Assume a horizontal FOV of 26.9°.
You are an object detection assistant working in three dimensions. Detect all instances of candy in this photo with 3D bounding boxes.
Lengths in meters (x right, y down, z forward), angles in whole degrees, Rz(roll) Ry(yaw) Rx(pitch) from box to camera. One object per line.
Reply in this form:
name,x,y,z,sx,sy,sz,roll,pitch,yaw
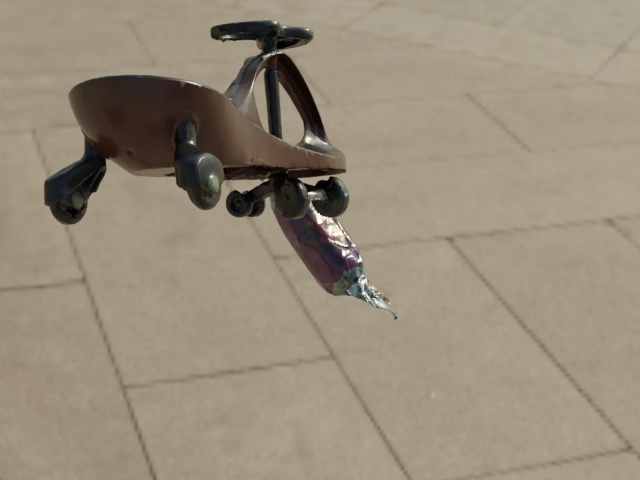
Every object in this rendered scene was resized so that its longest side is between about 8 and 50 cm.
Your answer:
candy,0.000,0.000,1.060,0.045,0.043,0.175,-4,51,-49

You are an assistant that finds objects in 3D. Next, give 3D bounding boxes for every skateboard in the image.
skateboard,-0.037,-0.047,0.508,0.067,0.080,0.151,-6,-2,28
